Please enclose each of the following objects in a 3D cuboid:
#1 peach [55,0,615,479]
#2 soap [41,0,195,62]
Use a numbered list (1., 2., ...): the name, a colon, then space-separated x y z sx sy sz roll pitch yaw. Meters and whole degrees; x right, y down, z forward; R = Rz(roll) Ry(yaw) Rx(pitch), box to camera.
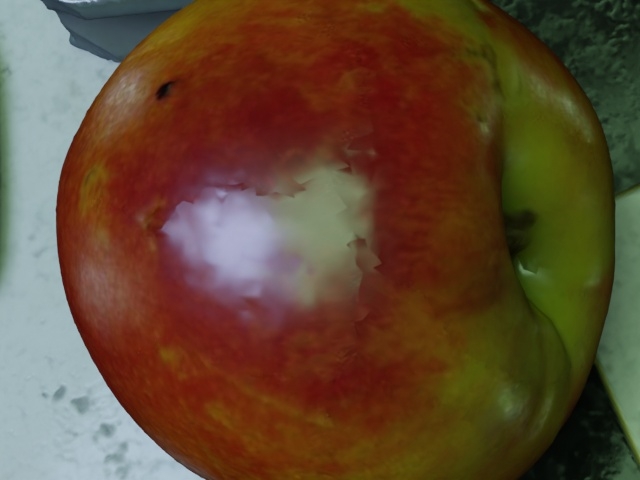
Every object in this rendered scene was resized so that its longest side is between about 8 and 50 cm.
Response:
1. peach: 0.000 0.000 1.251 0.388 0.388 0.388 -3 78 15
2. soap: -0.071 -0.281 1.429 0.302 0.159 0.257 -2 76 14
